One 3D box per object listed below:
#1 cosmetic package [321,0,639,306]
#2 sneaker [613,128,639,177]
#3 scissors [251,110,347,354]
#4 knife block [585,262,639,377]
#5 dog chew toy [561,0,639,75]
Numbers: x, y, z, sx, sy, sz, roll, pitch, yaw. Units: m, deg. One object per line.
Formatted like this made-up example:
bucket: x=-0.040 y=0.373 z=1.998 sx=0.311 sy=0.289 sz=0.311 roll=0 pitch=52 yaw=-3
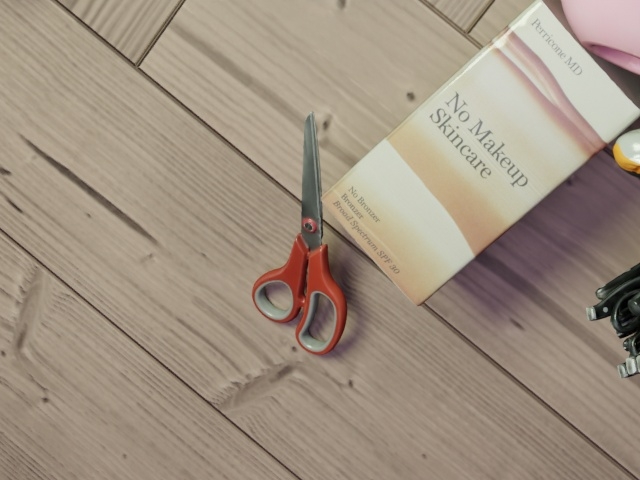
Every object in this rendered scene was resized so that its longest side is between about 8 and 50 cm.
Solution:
cosmetic package: x=0.164 y=-0.091 z=1.806 sx=0.153 sy=0.129 sz=0.296 roll=47 pitch=112 yaw=2
sneaker: x=0.390 y=-0.130 z=1.731 sx=0.262 sy=0.099 sz=0.121 roll=-13 pitch=88 yaw=-7
scissors: x=0.000 y=0.000 z=1.883 sx=0.109 sy=0.021 sz=0.297 roll=32 pitch=135 yaw=14
knife block: x=0.385 y=0.026 z=1.712 sx=0.276 sy=0.242 sz=0.088 roll=-26 pitch=97 yaw=21
dog chew toy: x=0.345 y=-0.306 z=1.654 sx=0.207 sy=0.206 sz=0.331 roll=23 pitch=90 yaw=10
